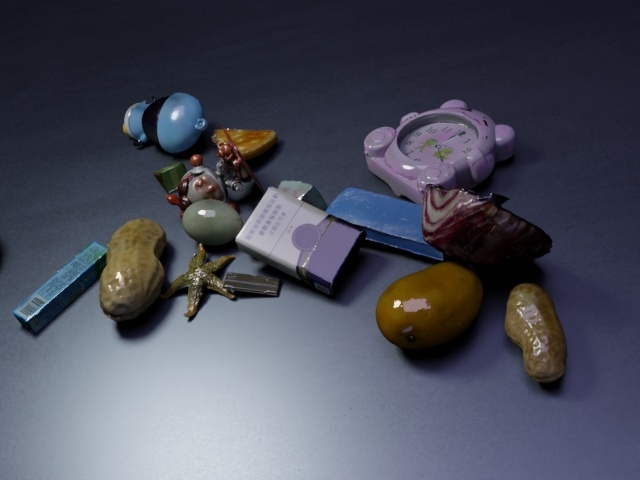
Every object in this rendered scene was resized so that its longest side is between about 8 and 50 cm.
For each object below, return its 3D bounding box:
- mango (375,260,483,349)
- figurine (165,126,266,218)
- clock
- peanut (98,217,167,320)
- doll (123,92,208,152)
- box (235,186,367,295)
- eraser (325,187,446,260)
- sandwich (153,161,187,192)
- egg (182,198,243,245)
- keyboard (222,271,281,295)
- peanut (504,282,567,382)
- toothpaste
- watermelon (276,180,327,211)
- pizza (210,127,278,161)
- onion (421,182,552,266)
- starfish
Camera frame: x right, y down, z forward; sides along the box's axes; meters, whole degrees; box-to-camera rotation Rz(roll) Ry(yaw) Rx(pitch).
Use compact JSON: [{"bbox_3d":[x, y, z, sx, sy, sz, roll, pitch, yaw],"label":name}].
[{"bbox_3d":[0.234,0.131,1.589,0.254,0.139,0.175,-26,43,-21],"label":"mango"},{"bbox_3d":[-0.285,-0.142,1.991,0.226,0.183,0.160,-32,36,-1],"label":"figurine"},{"bbox_3d":[0.306,-0.228,1.957,0.322,0.113,0.295,-32,46,-19],"label":"clock"},{"bbox_3d":[-0.442,0.059,1.840,0.149,0.149,0.313,-11,39,3],"label":"peanut"},{"bbox_3d":[-0.444,-0.341,2.244,0.314,0.141,0.177,10,79,37],"label":"doll"},{"bbox_3d":[-0.044,0.000,1.780,0.259,0.071,0.168,24,69,18],"label":"box"},{"bbox_3d":[0.169,-0.045,1.827,0.312,0.042,0.144,17,41,23],"label":"eraser"},{"bbox_3d":[-0.421,-0.199,2.136,0.074,0.074,0.116,-29,46,-16],"label":"sandwich"},{"bbox_3d":[-0.266,-0.044,1.910,0.152,0.114,0.114,10,48,8],"label":"egg"},{"bbox_3d":[-0.159,0.101,1.792,0.129,0.015,0.049,7,51,4],"label":"keyboard"},{"bbox_3d":[0.423,0.182,1.525,0.108,0.095,0.226,-22,46,14],"label":"peanut"},{"bbox_3d":[-0.621,0.111,1.888,0.065,0.050,0.266,21,54,32],"label":"toothpaste"},{"bbox_3d":[-0.116,-0.055,1.917,0.154,0.094,0.241,19,55,37],"label":"watermelon"},{"bbox_3d":[-0.226,-0.267,2.166,0.201,0.053,0.193,-26,39,-27],"label":"pizza"},{"bbox_3d":[0.342,-0.004,1.633,0.280,0.314,0.146,31,85,-9],"label":"onion"},{"bbox_3d":[-0.269,0.098,1.823,0.176,0.053,0.208,21,59,19],"label":"starfish"}]
